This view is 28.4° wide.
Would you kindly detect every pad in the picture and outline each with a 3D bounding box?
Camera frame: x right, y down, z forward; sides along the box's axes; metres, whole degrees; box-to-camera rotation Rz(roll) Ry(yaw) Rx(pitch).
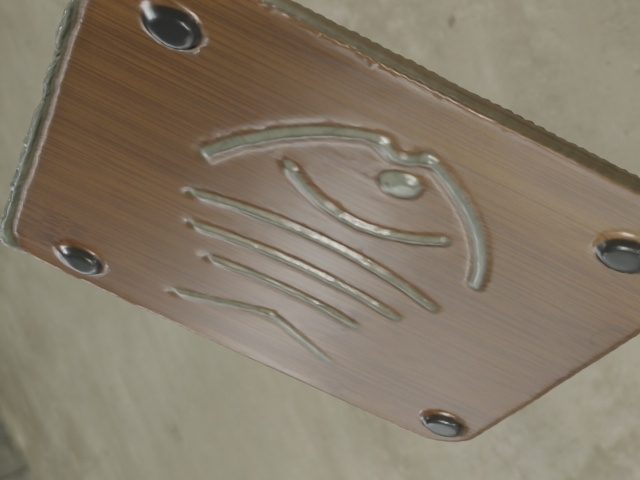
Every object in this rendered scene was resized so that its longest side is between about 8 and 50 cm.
[{"bbox_3d":[0.000,0.000,0.588,0.287,0.018,0.284,25,149,-9],"label":"pad"}]
